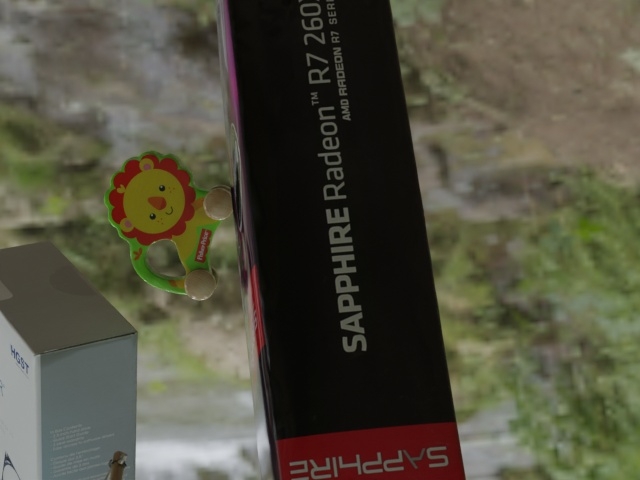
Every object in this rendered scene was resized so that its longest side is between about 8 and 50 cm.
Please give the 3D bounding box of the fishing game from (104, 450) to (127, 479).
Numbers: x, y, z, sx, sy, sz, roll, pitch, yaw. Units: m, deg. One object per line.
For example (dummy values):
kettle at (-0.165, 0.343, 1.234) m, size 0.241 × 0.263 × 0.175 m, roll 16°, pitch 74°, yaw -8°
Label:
fishing game at (-0.222, 0.233, 0.938) m, size 0.264 × 0.189 × 0.041 m, roll -36°, pitch 119°, yaw 28°

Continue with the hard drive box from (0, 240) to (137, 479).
hard drive box at (-0.229, 0.144, 1.241) m, size 0.089 × 0.232 × 0.181 m, roll -11°, pitch -152°, yaw -30°

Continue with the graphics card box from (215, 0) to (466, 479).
graphics card box at (0.000, 0.000, 0.821) m, size 0.094 × 0.371 × 0.233 m, roll -5°, pitch 157°, yaw -4°

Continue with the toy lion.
toy lion at (-0.115, -0.014, 1.109) m, size 0.096 × 0.100 × 0.034 m, roll 13°, pitch -171°, yaw 0°
